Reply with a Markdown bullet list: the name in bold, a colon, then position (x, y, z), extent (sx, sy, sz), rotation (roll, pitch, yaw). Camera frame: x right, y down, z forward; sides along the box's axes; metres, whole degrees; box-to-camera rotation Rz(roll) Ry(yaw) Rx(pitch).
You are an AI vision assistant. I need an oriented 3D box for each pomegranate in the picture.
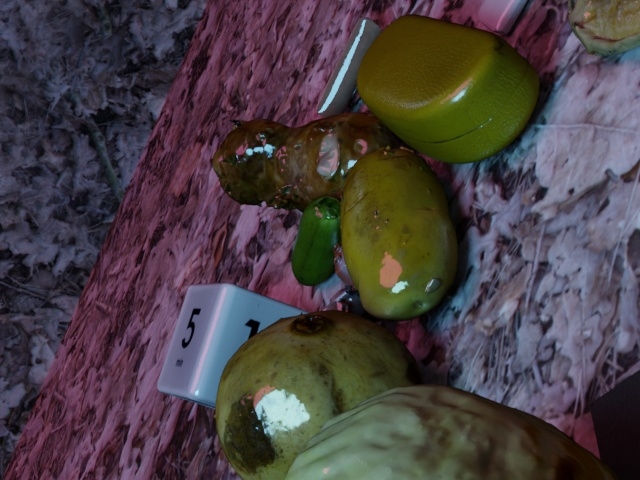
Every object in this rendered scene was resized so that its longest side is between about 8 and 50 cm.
- **pomegranate**: position (-0.002, 0.221, 1.409), extent (0.281, 0.281, 0.281), rotation (-46, 31, 40)

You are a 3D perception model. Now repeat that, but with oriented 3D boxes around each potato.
- **potato**: position (0.106, -0.012, 1.542), extent (0.173, 0.140, 0.300), rotation (-44, 38, 30)

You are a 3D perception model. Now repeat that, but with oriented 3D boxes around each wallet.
- **wallet**: position (0.298, -0.396, 1.600), extent (0.190, 0.033, 0.095), rotation (-62, 26, 16)

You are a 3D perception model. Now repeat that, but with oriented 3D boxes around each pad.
- **pad**: position (0.326, 0.215, 1.047), extent (0.143, 0.003, 0.211), rotation (-47, 32, 40)

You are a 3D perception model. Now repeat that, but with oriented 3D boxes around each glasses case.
- **glasses case**: position (0.068, -0.311, 1.993), extent (0.194, 0.070, 0.102), rotation (-63, -4, 16)
- **glasses case**: position (0.176, -0.212, 1.565), extent (0.173, 0.141, 0.371), rotation (-50, 25, 1)

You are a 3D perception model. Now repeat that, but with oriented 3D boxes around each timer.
- **timer**: position (-0.136, 0.190, 1.813), extent (0.194, 0.192, 0.195), rotation (-5, 65, 64)

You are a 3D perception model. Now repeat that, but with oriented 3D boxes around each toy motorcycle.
- **toy motorcycle**: position (0.047, 0.082, 1.610), extent (0.084, 0.118, 0.213), rotation (-48, 31, 38)

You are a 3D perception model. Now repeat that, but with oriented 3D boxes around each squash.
- **squash**: position (0.001, -0.002, 1.747), extent (0.292, 0.082, 0.082), rotation (107, 175, -65)

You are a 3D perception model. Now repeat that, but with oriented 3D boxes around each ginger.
- **ginger**: position (-0.032, -0.126, 1.826), extent (0.418, 0.254, 0.176), rotation (9, 100, 60)

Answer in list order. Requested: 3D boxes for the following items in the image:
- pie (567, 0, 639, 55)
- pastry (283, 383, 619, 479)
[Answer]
- **pie**: position (0.397, -0.347, 1.317), extent (0.274, 0.055, 0.274), rotation (-47, 31, 40)
- **pastry**: position (0.127, 0.319, 0.969), extent (0.312, 0.388, 0.389), rotation (0, 63, 22)
